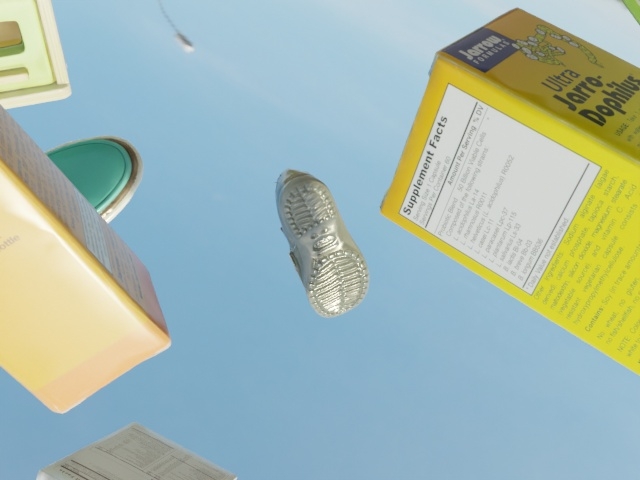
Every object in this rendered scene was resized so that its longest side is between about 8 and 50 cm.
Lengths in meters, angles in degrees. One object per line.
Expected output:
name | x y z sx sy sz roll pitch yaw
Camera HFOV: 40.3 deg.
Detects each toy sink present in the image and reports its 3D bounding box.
toy sink | -0.398 -0.245 1.076 0.152 0.234 0.131 -12 -125 -14

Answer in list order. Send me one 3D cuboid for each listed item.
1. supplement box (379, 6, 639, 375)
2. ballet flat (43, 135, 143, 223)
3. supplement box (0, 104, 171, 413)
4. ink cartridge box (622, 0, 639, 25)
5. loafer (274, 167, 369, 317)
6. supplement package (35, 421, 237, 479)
supplement box | 0.273 -0.049 0.862 0.356 0.194 0.195 34 -139 18
ballet flat | -0.391 0.001 1.132 0.139 0.400 0.139 56 -179 -2
supplement box | -0.168 -0.018 0.416 0.233 0.078 0.080 57 -178 -42
ink cartridge box | 0.343 -0.318 0.735 0.189 0.255 0.097 57 -155 7
loafer | 0.000 0.000 1.185 0.094 0.251 0.087 -21 -141 -6
supplement package | -0.283 0.418 1.252 0.198 0.199 0.262 24 -172 13
